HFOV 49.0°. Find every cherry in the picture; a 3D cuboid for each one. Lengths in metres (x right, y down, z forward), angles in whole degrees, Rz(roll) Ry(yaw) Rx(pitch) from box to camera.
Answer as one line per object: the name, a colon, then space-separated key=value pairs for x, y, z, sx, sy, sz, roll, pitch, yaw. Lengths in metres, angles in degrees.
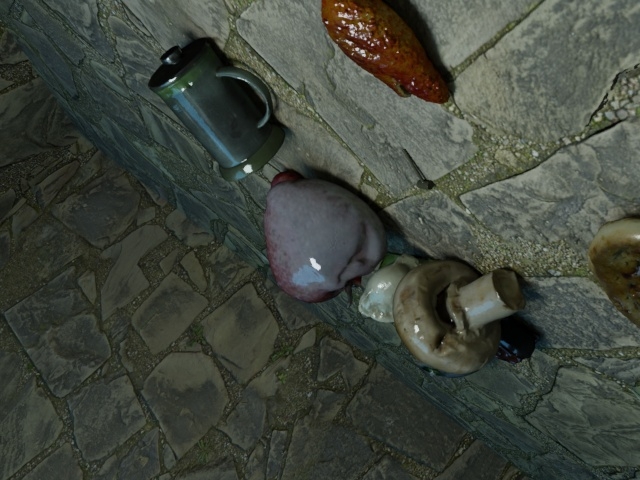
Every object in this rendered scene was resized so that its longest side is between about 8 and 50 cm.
cherry: x=-0.057 y=-0.143 z=2.013 sx=0.225 sy=0.090 sz=0.107 roll=15 pitch=139 yaw=39
cherry: x=0.011 y=-0.005 z=1.849 sx=0.326 sy=0.335 sz=0.291 roll=-7 pitch=-173 yaw=22

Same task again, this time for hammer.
hammer: x=0.201 y=-0.151 z=1.480 sx=0.035 sy=0.019 sz=0.110 roll=19 pitch=150 yaw=53

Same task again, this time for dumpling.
dumpling: x=0.197 y=0.136 z=1.823 sx=0.155 sy=0.181 sz=0.111 roll=38 pitch=-155 yaw=4

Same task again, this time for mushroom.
mushroom: x=0.328 y=0.160 z=1.656 sx=0.292 sy=0.293 sz=0.290 roll=40 pitch=142 yaw=-4

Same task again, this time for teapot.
teapot: x=-0.241 y=-0.333 z=1.706 sx=0.270 sy=0.200 sz=0.337 roll=-12 pitch=131 yaw=39

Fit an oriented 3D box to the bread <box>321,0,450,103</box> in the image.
bread: x=0.101 y=-0.298 z=1.113 sx=0.269 sy=0.095 sz=0.139 roll=45 pitch=173 yaw=-37

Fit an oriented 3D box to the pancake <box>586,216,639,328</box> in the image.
pancake: x=0.607 y=0.102 z=1.134 sx=0.382 sy=0.071 sz=0.382 roll=37 pitch=165 yaw=11

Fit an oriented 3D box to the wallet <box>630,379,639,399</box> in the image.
wallet: x=0.767 y=0.347 z=1.557 sx=0.110 sy=0.039 sz=0.155 roll=36 pitch=165 yaw=6

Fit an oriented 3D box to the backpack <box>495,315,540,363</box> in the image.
backpack: x=0.497 y=0.271 z=1.857 sx=0.120 sy=0.106 sz=0.165 roll=32 pitch=162 yaw=10

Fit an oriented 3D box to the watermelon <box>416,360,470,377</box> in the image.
watermelon: x=0.422 y=0.368 z=2.205 sx=0.188 sy=0.175 sz=0.322 roll=33 pitch=166 yaw=24

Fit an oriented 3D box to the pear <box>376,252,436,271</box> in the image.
pear: x=0.294 y=0.157 z=1.989 sx=0.239 sy=0.139 sz=0.288 roll=35 pitch=170 yaw=-22
